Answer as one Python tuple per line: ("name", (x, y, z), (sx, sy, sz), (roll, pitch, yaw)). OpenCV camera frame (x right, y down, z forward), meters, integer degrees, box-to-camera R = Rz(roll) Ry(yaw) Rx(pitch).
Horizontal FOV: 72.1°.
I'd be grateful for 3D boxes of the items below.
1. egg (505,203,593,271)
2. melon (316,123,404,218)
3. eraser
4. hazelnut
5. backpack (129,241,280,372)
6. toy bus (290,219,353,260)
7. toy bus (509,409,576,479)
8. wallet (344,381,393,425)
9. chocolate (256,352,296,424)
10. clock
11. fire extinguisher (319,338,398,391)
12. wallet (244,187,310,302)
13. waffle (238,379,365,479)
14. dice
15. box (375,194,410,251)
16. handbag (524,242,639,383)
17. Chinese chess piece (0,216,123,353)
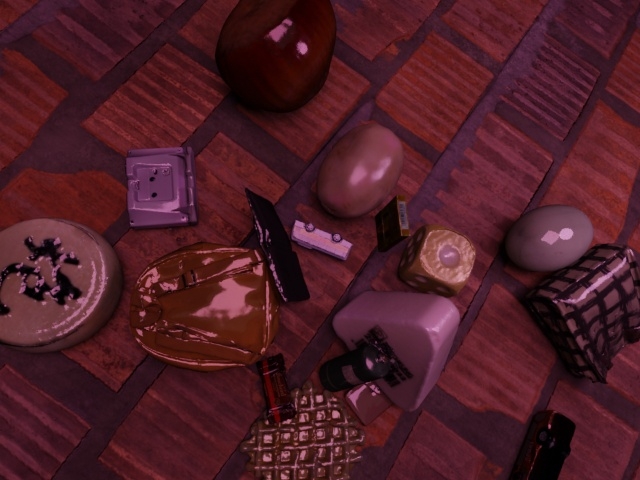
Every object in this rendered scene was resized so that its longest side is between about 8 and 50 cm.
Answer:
("egg", (0.713, -0.008, 1.373), (0.283, 0.203, 0.202), (-20, 80, -12))
("melon", (0.121, -0.208, 1.314), (0.223, 0.223, 0.316), (34, 73, 0))
("eraser", (0.187, 0.260, 1.192), (0.150, 0.331, 0.331), (-32, 82, -38))
("hazelnut", (-0.128, -0.588, 1.329), (0.360, 0.359, 0.409), (28, 68, -2))
("backpack", (-0.293, 0.163, 1.155), (0.379, 0.201, 0.353), (8, 75, -10))
("toy bus", (0.000, 0.000, 1.324), (0.191, 0.064, 0.075), (20, 85, -4))
("toy bus", (0.594, 0.675, 1.229), (0.093, 0.092, 0.408), (34, 72, -2))
("wallet", (0.152, 0.435, 1.246), (0.153, 0.039, 0.118), (-35, 86, -15))
("chocolate", (-0.119, 0.398, 1.183), (0.086, 0.028, 0.182), (-21, 58, -1))
("clock", (-0.457, -0.154, 1.273), (0.187, 0.083, 0.252), (-6, 77, -11))
("fire extinguisher", (0.109, 0.321, 1.132), (0.118, 0.294, 0.093), (42, 49, -6))
("wallet", (-0.118, 0.017, 1.211), (0.041, 0.247, 0.322), (-26, 79, 11))
("waffle", (-0.039, 0.552, 1.172), (0.309, 0.056, 0.292), (-42, 85, -18))
("dice", (0.343, 0.062, 1.308), (0.166, 0.169, 0.169), (27, 72, -3))
("box", (0.209, -0.046, 1.301), (0.030, 0.193, 0.121), (0, 75, -13))
("handbag", (0.846, 0.222, 1.348), (0.325, 0.162, 0.326), (-31, 98, -12))
("Chinese chess piece", (-0.699, 0.111, 1.128), (0.350, 0.146, 0.348), (3, 75, -10))
